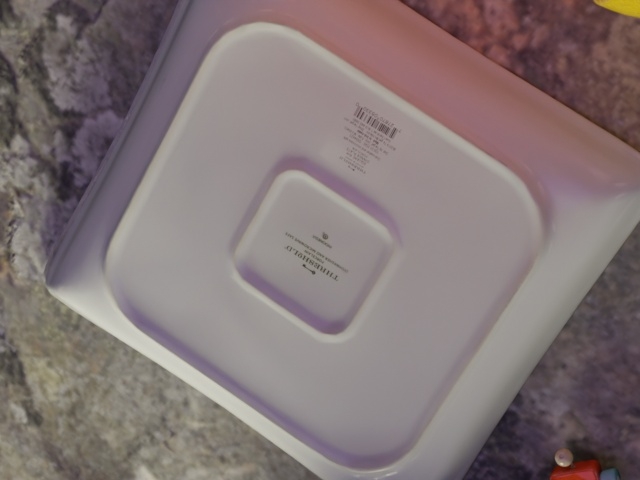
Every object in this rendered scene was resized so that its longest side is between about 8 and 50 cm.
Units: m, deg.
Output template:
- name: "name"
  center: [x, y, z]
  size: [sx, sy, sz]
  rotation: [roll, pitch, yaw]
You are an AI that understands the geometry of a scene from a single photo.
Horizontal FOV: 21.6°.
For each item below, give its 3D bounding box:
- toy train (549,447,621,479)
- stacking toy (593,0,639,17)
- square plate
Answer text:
- name: "toy train"
  center: [0.144, 0.210, 1.176]
  size: [0.166, 0.046, 0.125]
  rotation: [-19, 99, 22]
- name: "stacking toy"
  center: [0.180, -0.239, 0.912]
  size: [0.479, 0.351, 0.351]
  rotation: [21, 116, -8]
- name: "square plate"
  center: [0.000, 0.000, 1.155]
  size: [0.347, 0.049, 0.344]
  rotation: [34, 117, 7]
